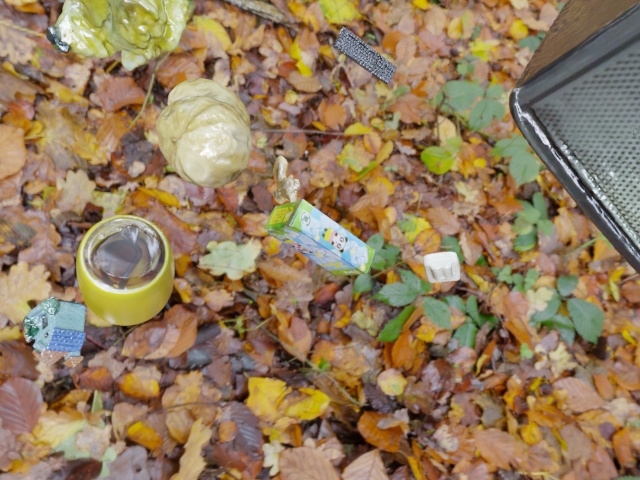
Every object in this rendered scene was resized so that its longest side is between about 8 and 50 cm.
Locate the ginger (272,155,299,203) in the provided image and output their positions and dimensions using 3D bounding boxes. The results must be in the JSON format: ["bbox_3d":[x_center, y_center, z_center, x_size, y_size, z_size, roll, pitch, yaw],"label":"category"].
[{"bbox_3d":[-0.134,-0.234,1.750,0.059,0.133,0.213,9,76,-43],"label":"ginger"}]

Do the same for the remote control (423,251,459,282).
[{"bbox_3d":[0.317,0.078,1.158,0.090,0.230,0.049,-9,73,16],"label":"remote control"}]

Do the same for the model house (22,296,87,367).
[{"bbox_3d":[-0.620,0.235,1.045,0.119,0.148,0.148,28,32,-55],"label":"model house"}]

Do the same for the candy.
[{"bbox_3d":[0.000,0.000,0.849,0.195,0.097,0.062,34,67,-29],"label":"candy"}]

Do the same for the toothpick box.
[{"bbox_3d":[-0.360,0.056,0.831,0.175,0.271,0.174,7,70,-20],"label":"toothpick box"}]

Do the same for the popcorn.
[{"bbox_3d":[-0.475,-0.572,1.109,0.293,0.292,0.237,31,23,-5],"label":"popcorn"}]

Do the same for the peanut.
[{"bbox_3d":[-0.136,-0.134,0.535,0.103,0.098,0.229,52,8,-30],"label":"peanut"}]

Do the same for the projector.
[{"bbox_3d":[0.509,-0.181,0.624,0.405,0.242,0.395,46,54,-10],"label":"projector"}]

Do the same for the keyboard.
[{"bbox_3d":[0.125,-0.498,1.207,0.196,0.018,0.060,24,93,-27],"label":"keyboard"}]
